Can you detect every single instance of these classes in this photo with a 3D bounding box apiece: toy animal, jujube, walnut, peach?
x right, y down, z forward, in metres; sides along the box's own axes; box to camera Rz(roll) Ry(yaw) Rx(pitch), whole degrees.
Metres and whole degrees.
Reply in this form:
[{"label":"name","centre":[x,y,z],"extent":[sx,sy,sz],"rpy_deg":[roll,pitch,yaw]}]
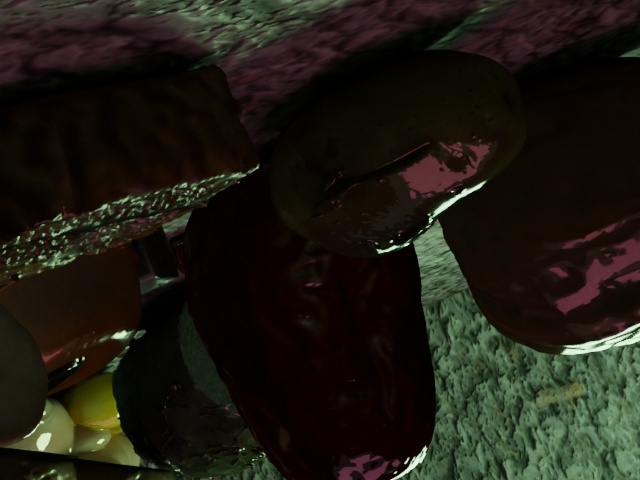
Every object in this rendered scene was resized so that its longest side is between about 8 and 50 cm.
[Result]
[{"label":"toy animal","centre":[-0.383,0.347,2.830],"extent":[0.278,0.246,0.345],"rpy_deg":[-25,172,11]},{"label":"jujube","centre":[-0.004,0.075,1.723],"extent":[0.223,0.318,0.223],"rpy_deg":[-19,-179,0]},{"label":"walnut","centre":[0.295,-0.040,1.872],"extent":[0.344,0.306,0.306],"rpy_deg":[-16,174,14]},{"label":"peach","centre":[-0.116,0.011,1.973],"extent":[0.083,0.050,0.077],"rpy_deg":[-23,174,-16]}]

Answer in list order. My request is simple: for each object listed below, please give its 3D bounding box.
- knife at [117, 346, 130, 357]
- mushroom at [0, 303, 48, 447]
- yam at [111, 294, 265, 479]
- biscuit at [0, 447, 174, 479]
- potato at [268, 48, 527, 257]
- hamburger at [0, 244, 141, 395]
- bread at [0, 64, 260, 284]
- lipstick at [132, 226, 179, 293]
[{"label":"knife","centre":[-0.282,0.158,2.635],"extent":[0.046,0.022,0.256],"rpy_deg":[-20,173,21]},{"label":"mushroom","centre":[-0.376,0.166,1.257],"extent":[0.315,0.315,0.356],"rpy_deg":[-17,-171,-29]},{"label":"yam","centre":[-0.133,0.176,2.419],"extent":[0.241,0.241,0.348],"rpy_deg":[-18,169,-22]},{"label":"biscuit","centre":[-0.406,0.315,2.460],"extent":[0.394,0.076,0.368],"rpy_deg":[0,170,43]},{"label":"potato","centre":[0.061,-0.071,1.527],"extent":[0.248,0.143,0.169],"rpy_deg":[-28,177,39]},{"label":"hamburger","centre":[-0.254,0.059,1.562],"extent":[0.237,0.147,0.237],"rpy_deg":[-28,171,-5]},{"label":"bread","centre":[-0.167,-0.043,1.274],"extent":[0.222,0.096,0.181],"rpy_deg":[-17,172,-42]},{"label":"lipstick","centre":[-0.278,0.056,1.725],"extent":[0.290,0.077,0.076],"rpy_deg":[-23,173,15]}]
